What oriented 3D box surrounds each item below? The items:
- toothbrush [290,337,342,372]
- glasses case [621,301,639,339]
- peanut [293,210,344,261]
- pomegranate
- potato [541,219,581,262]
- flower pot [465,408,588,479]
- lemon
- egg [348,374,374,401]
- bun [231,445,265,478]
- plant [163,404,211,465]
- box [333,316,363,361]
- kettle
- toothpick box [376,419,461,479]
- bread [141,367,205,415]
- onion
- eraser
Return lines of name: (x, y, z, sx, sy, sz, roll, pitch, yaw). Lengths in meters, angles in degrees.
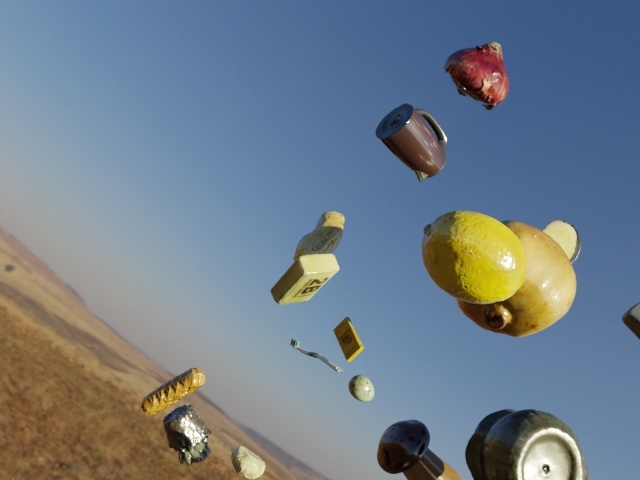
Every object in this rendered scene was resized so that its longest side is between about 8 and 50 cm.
toothbrush: (-0.019, 0.375, 1.856, 0.030, 0.030, 0.304, 48, -16, -30)
glasses case: (1.172, 0.345, 1.916, 0.323, 0.131, 0.074, 55, -26, 29)
peanut: (0.000, 0.000, 2.367, 0.147, 0.305, 0.147, 35, -21, 15)
pomegranate: (0.636, 0.136, 1.933, 0.417, 0.416, 0.416, 33, -19, 12)
potato: (0.879, 0.025, 2.152, 0.164, 0.200, 0.081, 26, -14, 10)
flower pot: (0.571, 0.616, 1.565, 0.302, 0.301, 0.213, 39, -16, -7)
lemon: (0.390, 0.042, 1.468, 0.263, 0.235, 0.236, 9, -29, 23)
egg: (0.150, 0.538, 2.076, 0.110, 0.085, 0.085, 46, -20, -19)
bun: (-0.226, 0.686, 1.755, 0.115, 0.069, 0.115, 35, -12, 9)
plant: (-0.470, 0.690, 2.026, 0.132, 0.129, 0.194, -12, -78, 50)
box: (0.107, 0.380, 2.209, 0.023, 0.087, 0.155, 25, 28, -41)
kettle: (0.310, -0.321, 1.838, 0.144, 0.202, 0.232, -5, -39, 49)
toothpick box: (0.312, 0.712, 1.818, 0.294, 0.192, 0.192, 51, -21, -11)
bread: (-0.317, 0.325, 1.230, 0.044, 0.157, 0.052, 55, 8, -27)
onion: (0.406, -0.426, 1.443, 0.184, 0.184, 0.147, 35, -56, 4)
eraser: (-0.041, 0.102, 1.481, 0.172, 0.117, 0.058, -48, -122, 43)
